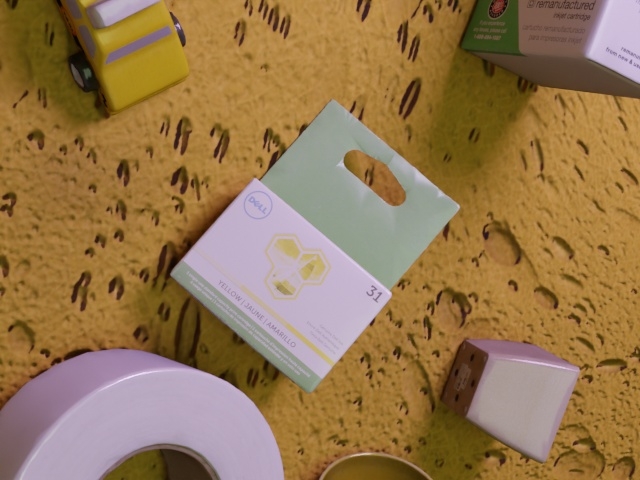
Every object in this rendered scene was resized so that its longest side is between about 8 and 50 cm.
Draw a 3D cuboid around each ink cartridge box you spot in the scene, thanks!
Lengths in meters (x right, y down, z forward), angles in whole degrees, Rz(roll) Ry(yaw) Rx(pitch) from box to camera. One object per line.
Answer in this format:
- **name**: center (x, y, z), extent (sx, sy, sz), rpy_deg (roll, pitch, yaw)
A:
- **ink cartridge box**: center (0.000, 0.000, 1.079), extent (0.171, 0.056, 0.235), rpy_deg (41, 83, 1)
- **ink cartridge box**: center (0.281, -0.294, 1.107), extent (0.122, 0.211, 0.289), rpy_deg (19, 92, -28)

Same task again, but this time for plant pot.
- **plant pot**: center (0.053, 0.300, 1.189), extent (0.134, 0.134, 0.095), rpy_deg (-7, 130, -26)
- **plant pot**: center (0.194, 0.161, 1.235), extent (0.096, 0.109, 0.109), rpy_deg (19, 93, -18)

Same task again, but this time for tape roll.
- **tape roll**: center (-0.173, 0.242, 1.030), extent (0.286, 0.100, 0.286), rpy_deg (-6, 101, -37)

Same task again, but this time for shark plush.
- **shark plush**: center (0.013, 0.065, 1.133), extent (0.161, 0.067, 0.073), rpy_deg (-48, 119, -10)

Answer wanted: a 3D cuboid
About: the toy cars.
- **toy cars**: center (-0.141, -0.298, 0.955), extent (0.177, 0.087, 0.393), rpy_deg (13, 95, -30)
